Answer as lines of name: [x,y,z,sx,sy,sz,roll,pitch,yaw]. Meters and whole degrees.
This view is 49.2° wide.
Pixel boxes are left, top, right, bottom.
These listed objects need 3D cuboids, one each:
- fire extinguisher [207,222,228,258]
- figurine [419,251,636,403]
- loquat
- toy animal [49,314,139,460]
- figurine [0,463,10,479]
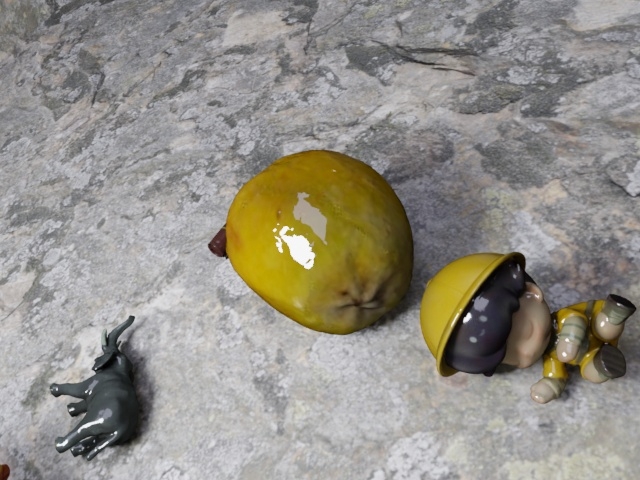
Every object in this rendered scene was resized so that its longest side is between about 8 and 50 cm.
fire extinguisher: [-0.159,-0.028,1.319,0.056,0.039,0.132,33,65,7]
figurine: [0.258,0.109,0.911,0.256,0.192,0.167,13,26,6]
loquat: [0.000,0.000,1.069,0.276,0.276,0.284,-33,47,-6]
toy animal: [-0.364,0.242,1.143,0.137,0.082,0.269,-21,40,3]
figurine: [-0.553,0.381,0.882,0.248,0.388,0.277,-7,50,22]
